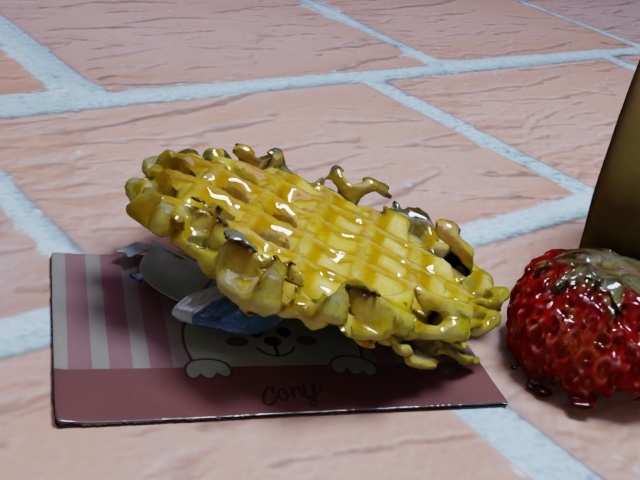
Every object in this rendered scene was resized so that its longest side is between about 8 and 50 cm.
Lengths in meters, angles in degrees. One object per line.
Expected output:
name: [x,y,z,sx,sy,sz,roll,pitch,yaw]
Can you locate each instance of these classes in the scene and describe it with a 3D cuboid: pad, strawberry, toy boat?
pad: [-0.038,0.060,0.644,0.299,0.005,0.202,1,29,-18]
strawberry: [0.205,0.057,0.656,0.145,0.086,0.145,10,27,-5]
toy boat: [-0.090,0.028,0.640,0.149,0.034,0.105,19,23,11]

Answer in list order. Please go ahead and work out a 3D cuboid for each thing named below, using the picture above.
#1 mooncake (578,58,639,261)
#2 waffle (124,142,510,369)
mooncake: [0.295,-0.060,0.743,0.117,0.235,0.235,20,29,14]
waffle: [0.001,-0.003,0.655,0.280,0.060,0.262,1,32,-43]
